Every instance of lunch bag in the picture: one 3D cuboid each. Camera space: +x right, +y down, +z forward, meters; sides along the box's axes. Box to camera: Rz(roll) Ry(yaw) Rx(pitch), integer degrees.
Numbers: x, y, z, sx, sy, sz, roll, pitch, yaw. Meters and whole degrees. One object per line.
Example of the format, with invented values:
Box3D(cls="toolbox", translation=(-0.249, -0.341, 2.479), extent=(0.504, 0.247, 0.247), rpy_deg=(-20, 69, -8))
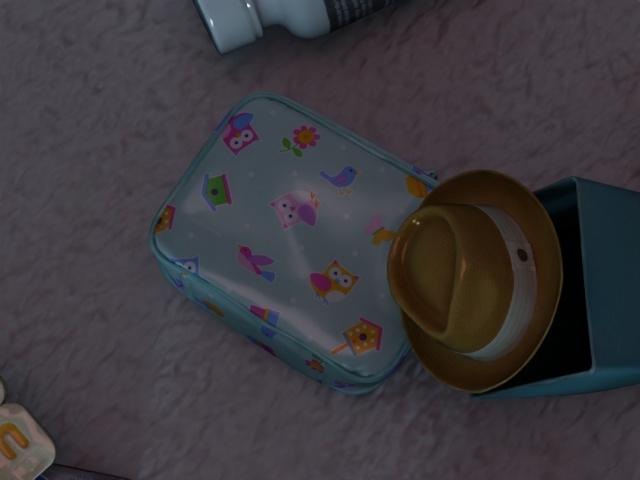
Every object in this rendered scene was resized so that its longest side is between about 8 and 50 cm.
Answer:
Box3D(cls="lunch bag", translation=(0.000, 0.000, 1.403), extent=(0.279, 0.108, 0.224), rpy_deg=(31, 74, 7))

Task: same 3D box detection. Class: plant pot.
Box3D(cls="plant pot", translation=(0.270, 0.055, 1.320), extent=(0.234, 0.165, 0.165), rpy_deg=(6, 74, -31))

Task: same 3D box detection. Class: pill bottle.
Box3D(cls="pill bottle", translation=(0.020, -0.303, 1.439), extent=(0.319, 0.176, 0.176), rpy_deg=(-25, 77, -3))

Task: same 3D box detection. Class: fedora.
Box3D(cls="fedora", translation=(0.113, 0.030, 1.252), extent=(0.194, 0.079, 0.194), rpy_deg=(-11, 75, 45))

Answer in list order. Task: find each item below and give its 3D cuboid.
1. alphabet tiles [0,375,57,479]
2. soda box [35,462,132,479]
Box3D(cls="alphabet tiles", translation=(-0.377, 0.232, 1.323), extent=(0.284, 0.021, 0.278), rpy_deg=(-42, 86, 1))
Box3D(cls="soda box", translation=(-0.309, 0.241, 1.374), extent=(0.263, 0.083, 0.092), rpy_deg=(11, 79, 6))
